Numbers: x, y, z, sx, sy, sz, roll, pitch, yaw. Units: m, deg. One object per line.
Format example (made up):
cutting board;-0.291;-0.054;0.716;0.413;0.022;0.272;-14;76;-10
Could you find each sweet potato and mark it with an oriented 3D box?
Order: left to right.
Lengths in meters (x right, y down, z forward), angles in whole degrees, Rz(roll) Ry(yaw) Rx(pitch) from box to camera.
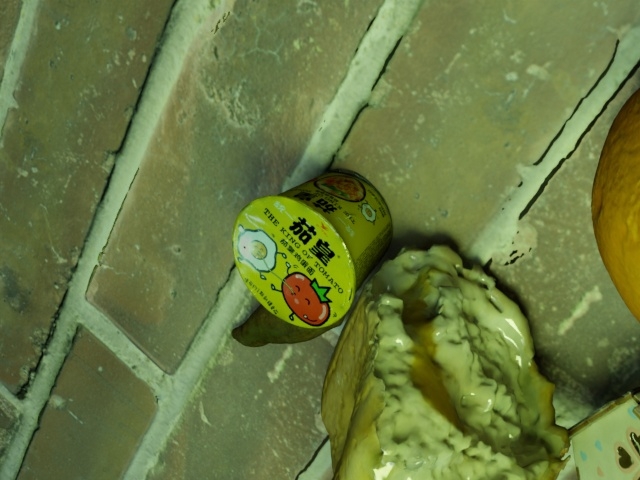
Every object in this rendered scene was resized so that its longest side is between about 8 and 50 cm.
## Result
sweet potato;-0.053;0.118;1.401;0.243;0.077;0.077;-24;99;38

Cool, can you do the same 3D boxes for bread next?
bread;0.131;0.254;1.214;0.250;0.361;0.394;11;135;-6

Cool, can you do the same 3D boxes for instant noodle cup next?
instant noodle cup;0.000;0.000;1.260;0.182;0.144;0.182;16;123;27

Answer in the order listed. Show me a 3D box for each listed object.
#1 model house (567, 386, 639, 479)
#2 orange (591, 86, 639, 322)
model house;0.394;0.256;1.081;0.326;0.169;0.244;13;117;67
orange;0.398;-0.033;0.881;0.312;0.312;0.312;15;121;27
